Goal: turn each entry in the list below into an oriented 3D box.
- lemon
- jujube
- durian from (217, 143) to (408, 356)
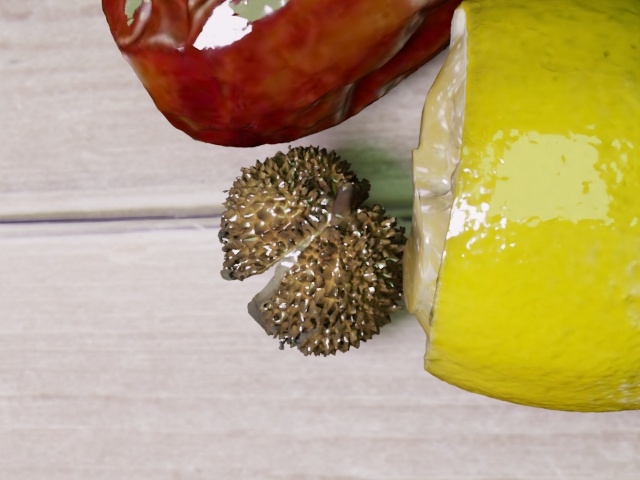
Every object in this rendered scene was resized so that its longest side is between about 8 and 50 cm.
[{"bbox_3d":[0.240,-0.031,1.524,0.364,0.364,0.364,-1,86,15],"label":"lemon"},{"bbox_3d":[-0.002,-0.251,1.634,0.377,0.276,0.276,-39,78,10],"label":"jujube"},{"bbox_3d":[0.000,0.000,1.654,0.196,0.196,0.167,38,59,14],"label":"durian"}]
